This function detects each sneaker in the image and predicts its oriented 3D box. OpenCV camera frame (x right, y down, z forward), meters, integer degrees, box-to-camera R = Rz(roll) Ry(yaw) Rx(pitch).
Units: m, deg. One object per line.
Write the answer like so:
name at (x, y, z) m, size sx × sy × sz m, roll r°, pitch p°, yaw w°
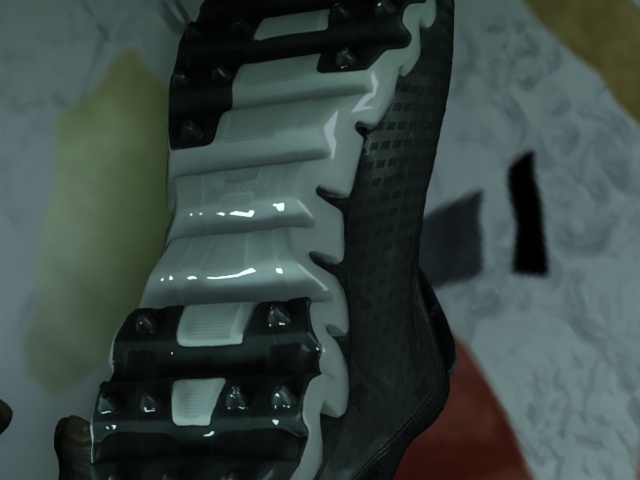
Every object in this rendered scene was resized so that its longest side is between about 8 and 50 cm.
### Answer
sneaker at (0.000, 0.000, 0.533) m, size 0.106 × 0.078 × 0.234 m, roll 58°, pitch 37°, yaw -48°

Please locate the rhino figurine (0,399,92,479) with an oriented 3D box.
rhino figurine at (-0.165, 0.051, 0.440) m, size 0.243 × 0.073 × 0.106 m, roll 31°, pitch 72°, yaw -30°
